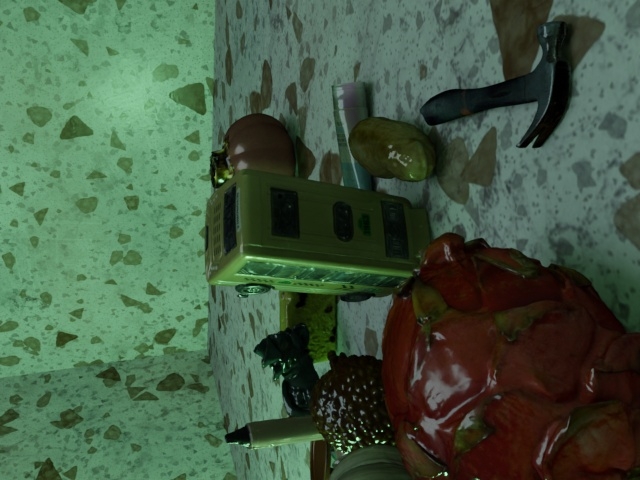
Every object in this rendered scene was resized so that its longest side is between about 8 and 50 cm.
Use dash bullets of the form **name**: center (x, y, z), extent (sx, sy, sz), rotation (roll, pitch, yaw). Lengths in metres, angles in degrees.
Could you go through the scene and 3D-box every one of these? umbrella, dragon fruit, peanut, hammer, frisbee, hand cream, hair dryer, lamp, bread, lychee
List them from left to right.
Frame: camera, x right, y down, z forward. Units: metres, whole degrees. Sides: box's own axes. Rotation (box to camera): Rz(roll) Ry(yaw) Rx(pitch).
- **lamp**: center (-0.199, -0.215, 1.666), extent (0.305, 0.240, 0.305), rotation (174, 90, -70)
- **hair dryer**: center (-0.037, 0.377, 1.201), extent (0.107, 0.344, 0.189), rotation (-48, 48, 46)
- **bread**: center (-0.032, 0.131, 1.429), extent (0.077, 0.138, 0.361), rotation (-154, 61, -66)
- **umbrella**: center (-0.021, 0.364, 1.357), extent (0.349, 0.143, 0.094), rotation (62, 165, -2)
- **frisbee**: center (-0.001, 0.572, 1.550), extent (0.251, 0.021, 0.250), rotation (-176, 90, -81)
- **hand cream**: center (0.068, -0.164, 1.189), extent (0.111, 0.070, 0.312), rotation (-160, 63, -66)
- **lychee**: center (0.070, 0.313, 1.114), extent (0.238, 0.200, 0.200), rotation (57, 149, 31)
- **peanut**: center (0.123, -0.155, 0.992), extent (0.226, 0.095, 0.108), rotation (34, 142, 61)
- **hammer**: center (0.222, -0.187, 0.781), extent (0.290, 0.037, 0.137), rotation (-170, 77, -70)
- **dragon fruit**: center (0.199, 0.160, 0.593), extent (0.342, 0.277, 0.277), rotation (-122, 33, -49)

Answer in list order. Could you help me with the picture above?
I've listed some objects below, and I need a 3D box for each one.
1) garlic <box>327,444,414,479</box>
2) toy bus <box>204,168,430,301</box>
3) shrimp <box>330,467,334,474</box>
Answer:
- **garlic**: center (0.129, 0.454, 0.842), extent (0.241, 0.322, 0.322), rotation (-58, 33, 19)
- **toy bus**: center (0.000, 0.000, 0.979), extent (0.202, 0.365, 0.177), rotation (-34, 55, 55)
- **shrimp**: center (0.052, 0.633, 1.483), extent (0.095, 0.045, 0.162), rotation (63, 157, -5)
